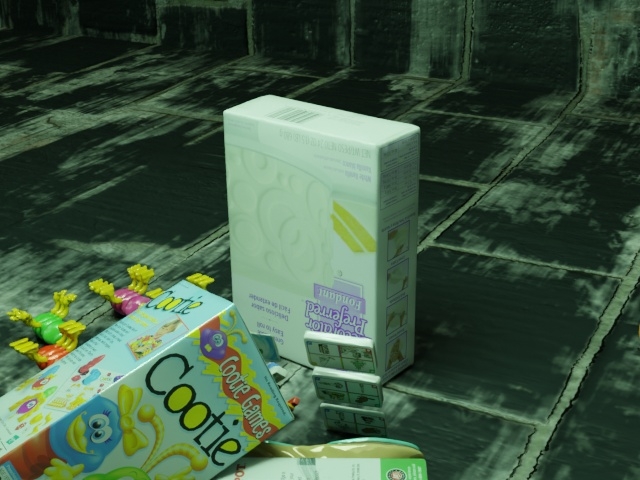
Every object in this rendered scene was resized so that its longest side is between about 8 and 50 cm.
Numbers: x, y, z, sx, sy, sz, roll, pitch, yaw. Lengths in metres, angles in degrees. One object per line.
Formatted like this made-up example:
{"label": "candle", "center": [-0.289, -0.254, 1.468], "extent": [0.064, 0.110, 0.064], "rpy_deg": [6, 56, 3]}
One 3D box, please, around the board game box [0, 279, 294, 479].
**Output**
{"label": "board game box", "center": [-0.191, 0.179, 0.983], "extent": [0.275, 0.142, 0.144], "rpy_deg": [-33, 21, -20]}

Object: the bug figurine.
{"label": "bug figurine", "center": [-0.285, 0.113, 1.364], "extent": [0.279, 0.072, 0.216], "rpy_deg": [-21, 24, -30]}

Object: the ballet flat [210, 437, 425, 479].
{"label": "ballet flat", "center": [-0.007, 0.250, 1.062], "extent": [0.232, 0.080, 0.073], "rpy_deg": [0, 51, 8]}

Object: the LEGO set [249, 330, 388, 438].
{"label": "LEGO set", "center": [-0.045, 0.143, 1.152], "extent": [0.244, 0.182, 0.060], "rpy_deg": [5, 49, 16]}

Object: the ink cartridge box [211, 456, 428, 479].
{"label": "ink cartridge box", "center": [-0.002, 0.278, 0.948], "extent": [0.208, 0.087, 0.153], "rpy_deg": [1, 23, 3]}

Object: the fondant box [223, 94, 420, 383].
{"label": "fondant box", "center": [0.000, 0.000, 1.293], "extent": [0.238, 0.330, 0.096], "rpy_deg": [17, 30, 34]}
